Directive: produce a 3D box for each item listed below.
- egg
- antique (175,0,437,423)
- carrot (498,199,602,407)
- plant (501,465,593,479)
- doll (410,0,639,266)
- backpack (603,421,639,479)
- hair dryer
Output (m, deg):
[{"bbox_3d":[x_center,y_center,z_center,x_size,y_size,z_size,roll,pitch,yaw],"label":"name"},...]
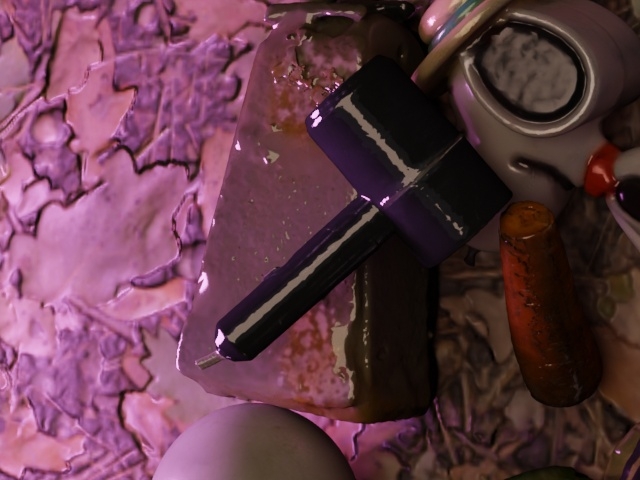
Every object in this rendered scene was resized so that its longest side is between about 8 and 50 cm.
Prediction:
[{"bbox_3d":[-0.044,0.213,1.266,0.151,0.151,0.209,5,103,25],"label":"egg"},{"bbox_3d":[0.008,-0.029,1.264,0.150,0.125,0.284,8,91,25],"label":"antique"},{"bbox_3d":[0.143,0.044,1.190,0.055,0.161,0.055,-10,45,10],"label":"carrot"},{"bbox_3d":[0.029,0.304,1.228,0.251,0.180,0.333,12,73,-18],"label":"plant"},{"bbox_3d":[0.189,-0.073,1.189,0.271,0.144,0.208,8,112,29],"label":"doll"},{"bbox_3d":[0.240,0.218,1.130,0.207,0.140,0.253,4,76,36],"label":"backpack"},{"bbox_3d":[0.000,0.000,1.161,0.219,0.071,0.124,-44,90,4],"label":"hair dryer"}]
